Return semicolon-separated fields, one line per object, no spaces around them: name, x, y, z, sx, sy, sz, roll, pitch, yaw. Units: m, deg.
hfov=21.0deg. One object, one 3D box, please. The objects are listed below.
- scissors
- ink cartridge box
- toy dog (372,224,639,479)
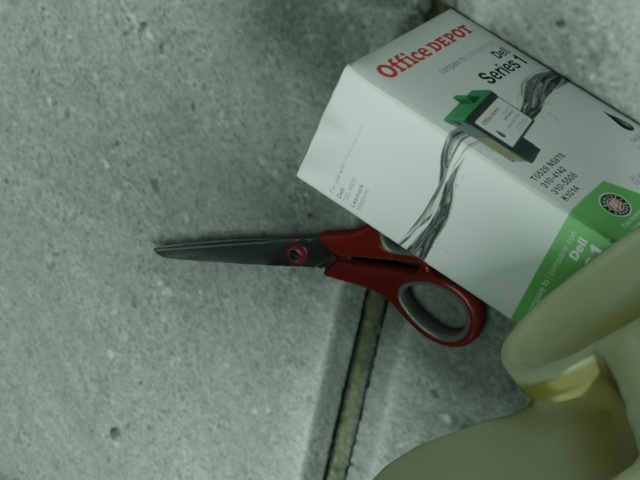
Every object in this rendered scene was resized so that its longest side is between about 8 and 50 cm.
scissors;0.000;0.000;1.286;0.297;0.021;0.109;16;121;26
ink cartridge box;0.119;-0.042;1.101;0.219;0.160;0.092;34;124;14
toy dog;0.225;0.256;0.941;0.395;0.284;0.408;-36;113;6
